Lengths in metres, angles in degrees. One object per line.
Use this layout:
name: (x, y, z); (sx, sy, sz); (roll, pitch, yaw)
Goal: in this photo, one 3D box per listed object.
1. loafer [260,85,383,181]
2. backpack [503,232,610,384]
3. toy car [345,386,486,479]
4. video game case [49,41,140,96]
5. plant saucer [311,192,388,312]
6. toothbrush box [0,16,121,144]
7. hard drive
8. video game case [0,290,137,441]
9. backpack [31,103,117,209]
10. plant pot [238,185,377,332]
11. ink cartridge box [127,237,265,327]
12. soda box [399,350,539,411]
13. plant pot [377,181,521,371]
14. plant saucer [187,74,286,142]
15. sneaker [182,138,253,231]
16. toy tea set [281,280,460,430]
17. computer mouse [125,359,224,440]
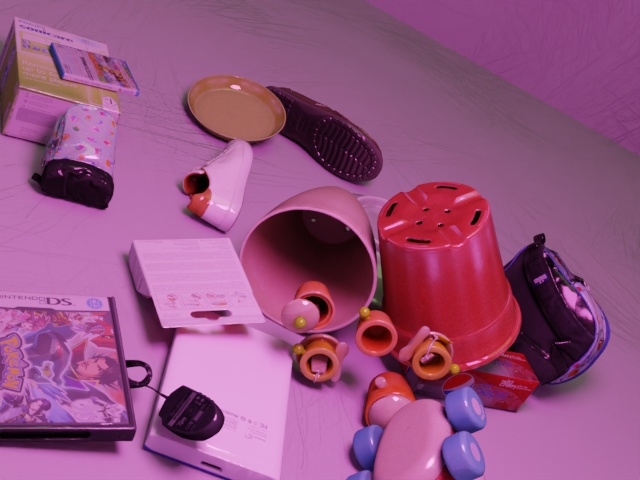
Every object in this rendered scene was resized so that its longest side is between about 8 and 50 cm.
loafer: (0.014, -0.284, 2.380); (0.366, 0.134, 0.130); (37, 28, 12)
backpack: (0.472, 0.175, 2.014); (0.213, 0.276, 0.263); (15, 34, -49)
toy car: (0.197, 0.397, 1.525); (0.238, 0.219, 0.210); (53, 25, -19)
video game case: (-0.461, -0.349, 1.936); (0.166, 0.015, 0.119); (9, 36, -37)
plant saucer: (0.139, 0.003, 2.102); (0.400, 0.100, 0.400); (23, 30, -14)
toothbrush box: (-0.541, -0.317, 1.951); (0.206, 0.122, 0.283); (13, 33, -29)
hard drive: (-0.154, 0.246, 1.537); (0.210, 0.040, 0.318); (23, 31, -12)
video game case: (-0.411, 0.178, 1.388); (0.248, 0.035, 0.275); (6, 38, -25)
backpack: (-0.448, -0.165, 1.793); (0.152, 0.115, 0.182); (20, 46, -29)
plant pot: (0.000, 0.000, 1.838); (0.256, 0.256, 0.274); (29, 27, -3)
ink cartridge box: (-0.221, 0.085, 1.662); (0.189, 0.066, 0.232); (-1, 43, -25)
soda box: (0.293, 0.261, 1.861); (0.263, 0.092, 0.083); (14, 32, -27)
plant pot: (0.222, 0.054, 1.743); (0.272, 0.265, 0.272); (-9, 37, 7)
plant saucer: (-0.203, -0.309, 2.279); (0.241, 0.037, 0.241); (11, 45, -11)
sneaker: (-0.218, -0.143, 1.992); (0.123, 0.106, 0.290); (25, 32, -15)
toy tea set: (0.069, 0.211, 1.626); (0.336, 0.200, 0.124); (27, 22, -13)
computer mouse: (-0.234, 0.238, 1.414); (0.242, 0.041, 0.071); (22, 61, 36)
